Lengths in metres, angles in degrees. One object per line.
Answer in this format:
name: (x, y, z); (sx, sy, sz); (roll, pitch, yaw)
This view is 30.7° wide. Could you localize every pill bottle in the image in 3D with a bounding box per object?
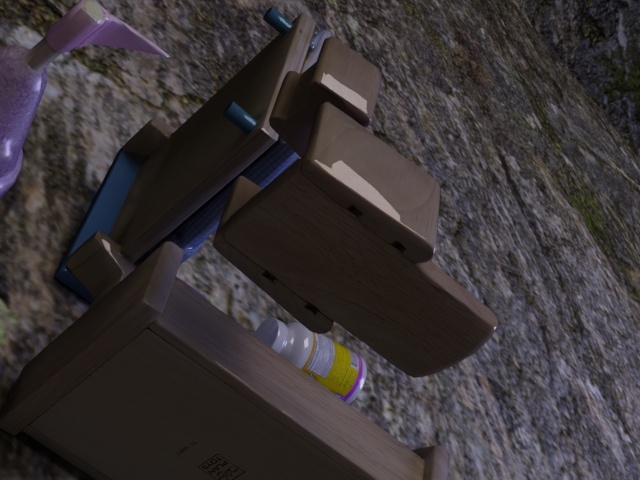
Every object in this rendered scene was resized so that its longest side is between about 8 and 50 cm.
pill bottle: (-0.009, 0.086, 0.842); (0.083, 0.043, 0.043); (32, 28, -31)

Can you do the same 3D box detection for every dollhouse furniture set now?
dollhouse furniture set: (0.000, 0.000, 0.690); (0.198, 0.286, 0.303); (38, 36, -20)

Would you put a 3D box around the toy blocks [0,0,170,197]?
toy blocks: (-0.240, -0.054, 0.345); (0.289, 0.260, 0.308); (23, 44, -43)
